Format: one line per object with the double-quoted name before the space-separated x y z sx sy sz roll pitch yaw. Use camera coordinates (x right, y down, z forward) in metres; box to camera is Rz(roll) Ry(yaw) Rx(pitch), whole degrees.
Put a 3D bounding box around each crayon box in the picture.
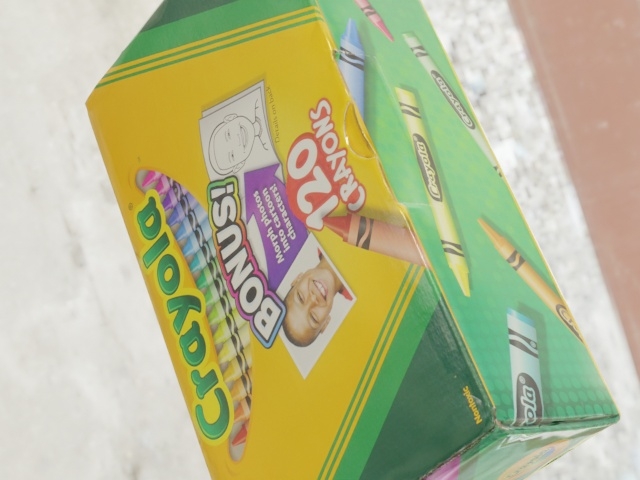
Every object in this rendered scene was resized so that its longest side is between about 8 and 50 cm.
"crayon box" 0.000 0.000 0.675 0.081 0.165 0.278 3 54 -42
